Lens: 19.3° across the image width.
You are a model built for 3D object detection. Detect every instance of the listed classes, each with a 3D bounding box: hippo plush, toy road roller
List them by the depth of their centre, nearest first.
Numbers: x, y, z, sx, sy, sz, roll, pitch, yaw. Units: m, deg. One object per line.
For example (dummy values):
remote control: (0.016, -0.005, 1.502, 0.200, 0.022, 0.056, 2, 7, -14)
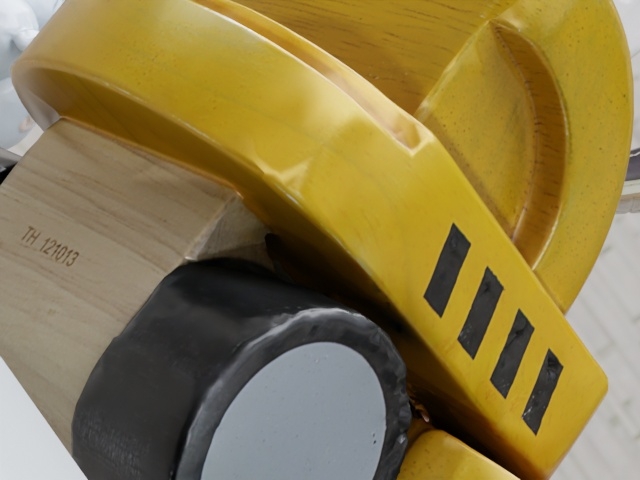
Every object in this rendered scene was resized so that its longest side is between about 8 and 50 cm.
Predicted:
toy road roller: (0.018, 0.030, 0.666, 0.202, 0.240, 0.329, 23, -19, 43)
hippo plush: (-0.296, -0.216, 1.854, 0.234, 0.294, 0.236, -1, 30, -8)

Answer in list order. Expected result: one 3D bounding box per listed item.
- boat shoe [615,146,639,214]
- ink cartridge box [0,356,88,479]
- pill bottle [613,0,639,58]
boat shoe: (0.340, -0.085, 1.630, 0.103, 0.285, 0.092, 14, 65, -73)
ink cartridge box: (-0.150, 0.151, 0.340, 0.211, 0.289, 0.121, 53, -3, 8)
pill bottle: (0.087, -0.153, 0.981, 0.121, 0.121, 0.221, 44, -4, -20)
